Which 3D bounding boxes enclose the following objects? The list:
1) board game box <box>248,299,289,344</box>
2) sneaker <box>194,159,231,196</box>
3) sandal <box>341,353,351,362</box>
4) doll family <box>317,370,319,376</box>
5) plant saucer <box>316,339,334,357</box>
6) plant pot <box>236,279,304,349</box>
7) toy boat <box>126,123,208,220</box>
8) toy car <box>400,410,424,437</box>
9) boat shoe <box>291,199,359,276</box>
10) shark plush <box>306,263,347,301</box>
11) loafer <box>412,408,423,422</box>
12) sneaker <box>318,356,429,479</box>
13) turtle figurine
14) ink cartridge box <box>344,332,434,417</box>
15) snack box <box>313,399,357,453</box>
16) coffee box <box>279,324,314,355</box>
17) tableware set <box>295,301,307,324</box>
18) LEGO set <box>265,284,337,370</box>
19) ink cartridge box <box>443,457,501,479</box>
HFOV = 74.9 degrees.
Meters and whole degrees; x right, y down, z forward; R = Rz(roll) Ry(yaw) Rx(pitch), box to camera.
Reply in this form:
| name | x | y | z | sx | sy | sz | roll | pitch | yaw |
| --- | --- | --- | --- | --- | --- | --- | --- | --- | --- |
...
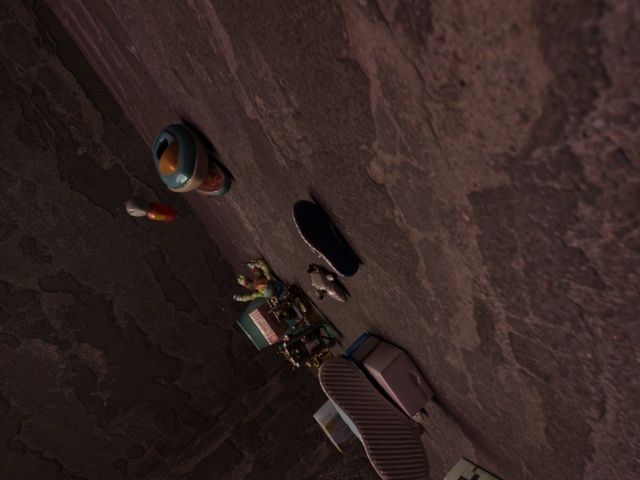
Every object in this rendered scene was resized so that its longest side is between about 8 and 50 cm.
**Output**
| name | x | y | z | sx | sy | sz | roll | pitch | yaw |
| --- | --- | --- | --- | --- | --- | --- | --- | --- | --- |
| board game box | -0.204 | 0.326 | 1.690 | 0.146 | 0.045 | 0.193 | 53 | -172 | 3 |
| sneaker | -0.366 | -0.198 | 1.384 | 0.302 | 0.108 | 0.121 | 23 | 175 | 44 |
| sandal | 0.116 | 0.442 | 1.550 | 0.067 | 0.040 | 0.179 | 52 | 180 | 19 |
| doll family | 0.104 | 0.590 | 1.810 | 0.263 | 0.118 | 0.163 | 40 | 165 | -29 |
| plant saucer | 0.018 | 0.507 | 1.984 | 0.067 | 0.018 | 0.191 | 29 | 152 | 54 |
| plant pot | -0.242 | 0.372 | 1.975 | 0.271 | 0.255 | 0.271 | 46 | 163 | 18 |
| toy boat | -0.474 | -0.201 | 1.289 | 0.148 | 0.318 | 0.267 | 14 | -159 | -46 |
| toy car | 0.291 | 0.619 | 1.399 | 0.122 | 0.060 | 0.040 | 24 | 144 | 59 |
| boat shoe | 0.000 | 0.000 | 0.837 | 0.183 | 0.066 | 0.066 | 54 | 165 | -9 |
| shark plush | 0.006 | 0.113 | 1.101 | 0.067 | 0.073 | 0.161 | 26 | 178 | -38 |
| loafer | 0.264 | 0.471 | 1.205 | 0.045 | 0.039 | 0.125 | -22 | 112 | 39 |
| sneaker | 0.133 | 0.445 | 1.053 | 0.365 | 0.135 | 0.150 | 55 | 174 | 12 |
| turtle figurine | -0.313 | 0.163 | 1.839 | 0.266 | 0.275 | 0.197 | -153 | 63 | -64 |
| ink cartridge box | 0.169 | 0.334 | 1.062 | 0.148 | 0.086 | 0.203 | 55 | 164 | -12 |
| snack box | 0.088 | 0.610 | 1.444 | 0.070 | 0.174 | 0.207 | 26 | 150 | 47 |
| coffee box | -0.084 | 0.418 | 1.767 | 0.040 | 0.184 | 0.113 | 46 | 163 | 24 |
| tableware set | -0.079 | 0.280 | 1.724 | 0.128 | 0.039 | 0.194 | 65 | 157 | -6 |
| LEGO set | -0.100 | 0.349 | 1.546 | 0.331 | 0.192 | 0.255 | 58 | 156 | 12 |
| ink cartridge box | 0.434 | 0.674 | 1.071 | 0.153 | 0.087 | 0.208 | 51 | 165 | 4 |
